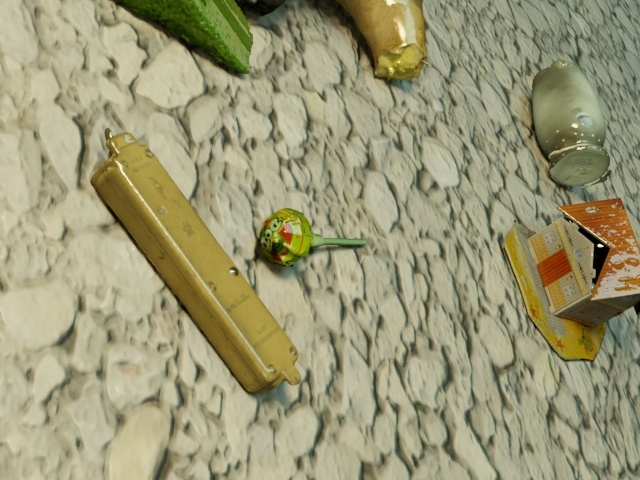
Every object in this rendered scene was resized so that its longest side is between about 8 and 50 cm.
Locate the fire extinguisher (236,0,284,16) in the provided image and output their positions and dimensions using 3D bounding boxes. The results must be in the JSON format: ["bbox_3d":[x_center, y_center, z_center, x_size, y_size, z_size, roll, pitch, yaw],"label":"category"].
[{"bbox_3d":[-0.175,-0.423,1.307,0.376,0.113,0.200,41,28,-16],"label":"fire extinguisher"}]

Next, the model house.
[{"bbox_3d":[0.383,0.047,1.519,0.207,0.136,0.219,19,47,-41],"label":"model house"}]

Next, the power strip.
[{"bbox_3d":[-0.122,0.021,1.045,0.305,0.044,0.064,54,35,0],"label":"power strip"}]

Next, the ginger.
[{"bbox_3d":[0.039,-0.407,1.563,0.375,0.166,0.236,61,21,-16],"label":"ginger"}]

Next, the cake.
[{"bbox_3d":[-0.146,-0.290,1.245,0.235,0.099,0.100,30,42,-30],"label":"cake"}]

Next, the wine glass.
[{"bbox_3d":[0.405,-0.192,1.779,0.111,0.111,0.204,24,47,-35],"label":"wine glass"}]

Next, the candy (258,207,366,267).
[{"bbox_3d":[0.000,0.000,1.206,0.058,0.062,0.194,18,7,32],"label":"candy"}]
